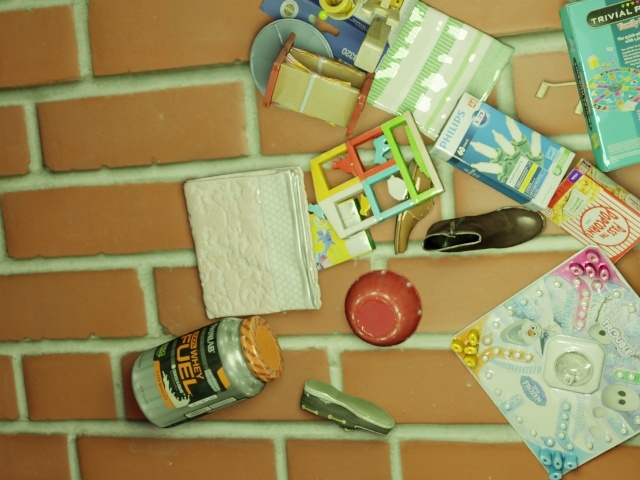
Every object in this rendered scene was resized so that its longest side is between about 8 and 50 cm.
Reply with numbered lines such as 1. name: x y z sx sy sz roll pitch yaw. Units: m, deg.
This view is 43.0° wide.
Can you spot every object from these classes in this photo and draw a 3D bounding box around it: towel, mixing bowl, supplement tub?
1. towel: 0.209 -0.373 1.744 0.325 0.038 0.248 30 103 8
2. mixing bowl: 0.132 0.160 1.808 0.181 0.098 0.181 2 98 13
3. towel: -0.160 0.009 1.847 0.317 0.053 0.332 -6 96 30
4. supplement tub: -0.257 0.297 1.875 0.316 0.193 0.193 -24 92 15

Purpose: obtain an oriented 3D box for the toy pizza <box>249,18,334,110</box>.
1. toy pizza: -0.061 -0.387 1.793 0.201 0.032 0.201 8 115 18

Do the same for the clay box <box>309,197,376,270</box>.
1. clay box: 0.000 0.000 1.840 0.222 0.053 0.127 -20 90 17

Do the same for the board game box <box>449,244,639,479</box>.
1. board game box: 0.536 0.270 1.724 0.390 0.050 0.390 -38 88 23

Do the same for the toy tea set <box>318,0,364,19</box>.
1. toy tea set: 0.061 -0.608 1.594 0.336 0.124 0.200 -47 73 21

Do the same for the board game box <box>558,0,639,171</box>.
1. board game box: 0.641 -0.330 1.603 0.254 0.079 0.336 -14 94 6

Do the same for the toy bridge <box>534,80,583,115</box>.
1. toy bridge: 0.544 -0.290 1.678 0.188 0.026 0.063 25 102 8

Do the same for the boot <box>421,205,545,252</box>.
1. boot: 0.338 -0.010 1.675 0.248 0.207 0.090 -7 96 15

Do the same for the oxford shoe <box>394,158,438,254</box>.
1. oxford shoe: 0.206 -0.065 1.773 0.076 0.076 0.212 15 101 3

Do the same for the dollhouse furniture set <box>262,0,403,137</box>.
1. dollhouse furniture set: 0.038 -0.409 1.601 0.201 0.152 0.374 21 130 -1

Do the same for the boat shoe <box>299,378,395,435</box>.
1. boat shoe: 0.060 0.396 1.873 0.228 0.081 0.068 23 106 17

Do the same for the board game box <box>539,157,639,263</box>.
1. board game box: 0.565 -0.057 1.658 0.193 0.045 0.147 37 141 7

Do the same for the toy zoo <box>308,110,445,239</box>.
1. toy zoo: 0.100 -0.129 1.755 0.293 0.030 0.192 -25 78 18

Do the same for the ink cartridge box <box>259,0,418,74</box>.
1. ink cartridge box: 0.058 -0.567 1.713 0.324 0.071 0.330 34 103 16

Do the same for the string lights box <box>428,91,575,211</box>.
1. string lights box: 0.371 -0.180 1.676 0.260 0.077 0.133 29 86 -1
